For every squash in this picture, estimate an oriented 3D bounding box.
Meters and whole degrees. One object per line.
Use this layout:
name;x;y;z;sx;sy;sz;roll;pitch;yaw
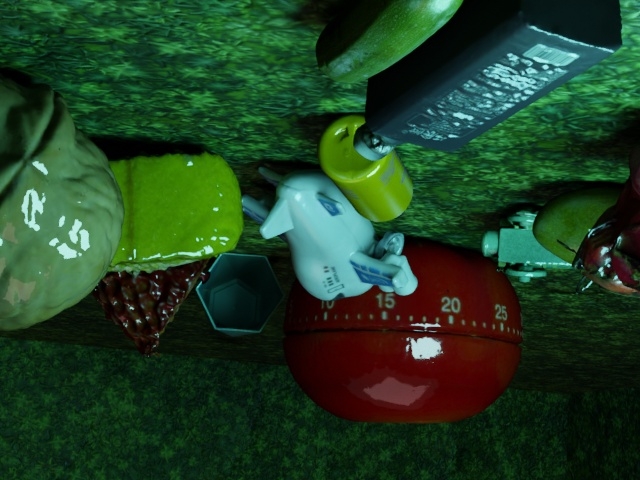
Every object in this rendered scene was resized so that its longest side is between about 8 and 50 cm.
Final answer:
squash;0.052;-0.174;1.003;0.066;0.066;0.229;7;169;-18

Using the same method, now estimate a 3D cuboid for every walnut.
walnut;-0.346;-0.040;1.278;0.252;0.277;0.313;-27;-176;-38

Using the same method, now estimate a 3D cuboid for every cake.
cake;-0.227;-0.031;1.526;0.260;0.156;0.179;-3;179;-20

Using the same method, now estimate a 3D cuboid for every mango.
mango;0.393;0.001;1.586;0.267;0.111;0.133;7;128;-15

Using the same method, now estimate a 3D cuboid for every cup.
cup;-0.141;0.107;2.236;0.134;0.148;0.235;-22;172;-8

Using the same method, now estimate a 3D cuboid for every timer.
timer;0.129;0.150;2.013;0.378;0.279;0.378;1;170;0

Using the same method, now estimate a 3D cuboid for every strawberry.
strawberry;-0.267;0.045;1.972;0.178;0.234;0.234;34;164;-4

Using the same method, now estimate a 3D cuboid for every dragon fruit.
dragon fruit;0.375;-0.019;1.290;0.293;0.234;0.234;-7;165;25

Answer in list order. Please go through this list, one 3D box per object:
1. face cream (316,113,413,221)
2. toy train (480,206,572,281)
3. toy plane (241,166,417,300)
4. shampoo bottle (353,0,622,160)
face cream;0.062;-0.068;1.463;0.078;0.078;0.273;1;168;13
toy train;0.345;0.008;1.738;0.253;0.105;0.157;2;-178;7
toy plane;0.003;-0.004;1.608;0.267;0.122;0.267;32;168;8
shampoo bottle;0.117;-0.133;1.081;0.098;0.071;0.309;10;158;-26
